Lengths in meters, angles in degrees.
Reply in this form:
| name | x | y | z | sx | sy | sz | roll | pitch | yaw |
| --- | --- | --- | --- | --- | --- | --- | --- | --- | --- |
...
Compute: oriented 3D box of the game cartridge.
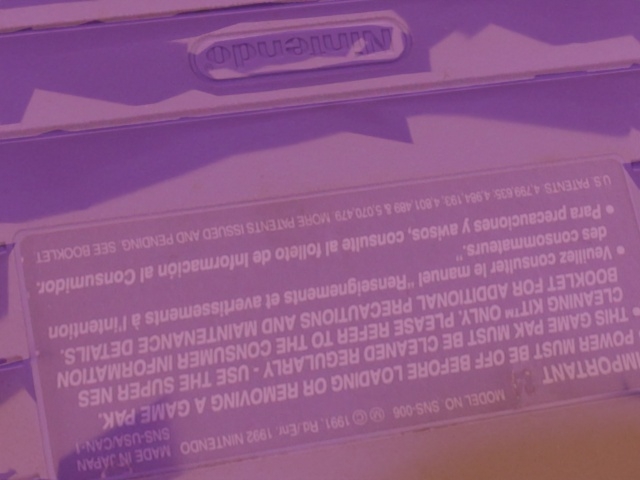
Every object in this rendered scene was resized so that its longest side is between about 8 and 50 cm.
| name | x | y | z | sx | sy | sz | roll | pitch | yaw |
| --- | --- | --- | --- | --- | --- | --- | --- | --- | --- |
| game cartridge | 0.000 | 0.000 | 0.528 | 0.355 | 0.068 | 0.230 | -7 | 78 | -13 |
